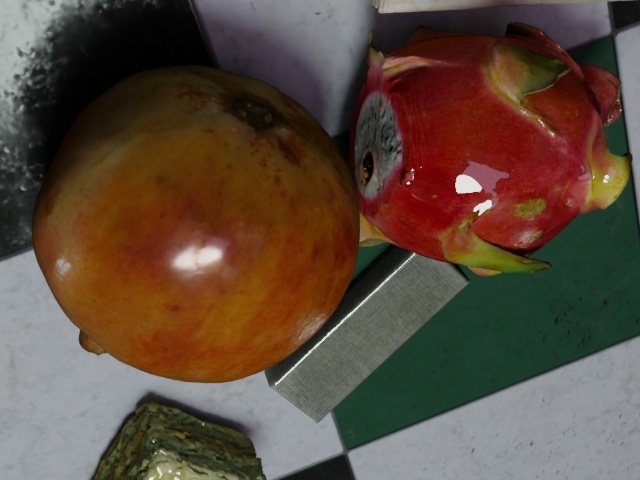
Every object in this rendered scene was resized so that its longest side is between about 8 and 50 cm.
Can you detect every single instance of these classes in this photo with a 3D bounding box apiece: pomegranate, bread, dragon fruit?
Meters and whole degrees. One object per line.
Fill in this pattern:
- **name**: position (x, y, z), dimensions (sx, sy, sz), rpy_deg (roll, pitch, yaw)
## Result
- **pomegranate**: position (-0.107, -0.002, 0.963), dimensions (0.252, 0.229, 0.270), rpy_deg (15, 125, -33)
- **bread**: position (-0.151, 0.263, 1.169), dimensions (0.138, 0.102, 0.196), rpy_deg (19, 114, -23)
- **dragon fruit**: position (0.134, -0.076, 1.011), dimensions (0.227, 0.224, 0.224), rpy_deg (9, 115, -24)

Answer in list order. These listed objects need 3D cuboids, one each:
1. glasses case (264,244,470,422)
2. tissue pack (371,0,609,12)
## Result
- **glasses case**: position (0.043, 0.080, 1.158), dimensions (0.205, 0.047, 0.071), rpy_deg (-44, 117, 10)
- **tissue pack**: position (0.200, -0.279, 0.988), dimensions (0.325, 0.071, 0.170), rpy_deg (-6, 122, -15)
